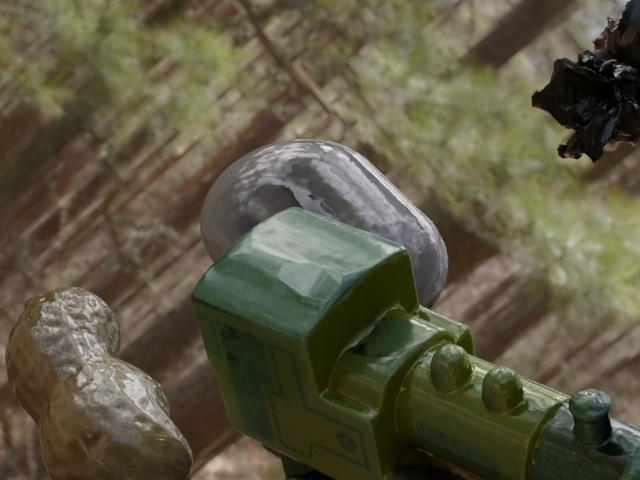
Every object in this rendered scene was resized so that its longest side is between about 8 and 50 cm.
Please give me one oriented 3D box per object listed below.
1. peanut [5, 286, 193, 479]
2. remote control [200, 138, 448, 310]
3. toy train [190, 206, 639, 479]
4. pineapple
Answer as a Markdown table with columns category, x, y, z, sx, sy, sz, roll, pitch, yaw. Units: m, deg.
| category | x | y | z | sx | sy | sz | roll | pitch | yaw |
| --- | --- | --- | --- | --- | --- | --- | --- | --- | --- |
| peanut | -0.163 | 0.109 | 1.128 | 0.104 | 0.086 | 0.228 | 8 | 31 | -40 |
| remote control | 0.000 | 0.000 | 1.807 | 0.332 | 0.221 | 0.103 | 46 | -19 | 40 |
| toy train | 0.095 | 0.138 | 1.029 | 0.369 | 0.150 | 0.237 | 20 | -43 | 37 |
| pineapple | 0.317 | -0.173 | 1.642 | 0.141 | 0.170 | 0.310 | 28 | 29 | 23 |
